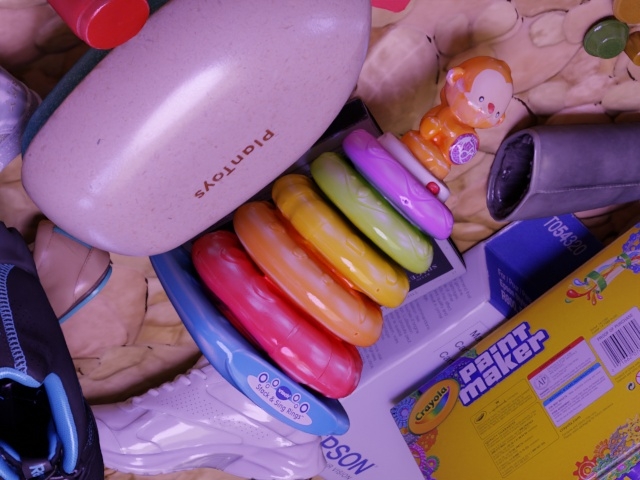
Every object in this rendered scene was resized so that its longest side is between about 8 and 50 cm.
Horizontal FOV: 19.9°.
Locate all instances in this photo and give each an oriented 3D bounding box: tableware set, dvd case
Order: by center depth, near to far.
[{"bbox_3d":[0.269,-0.191,1.378,0.104,0.024,0.154,8,134,-29],"label":"tableware set"},{"bbox_3d":[0.000,0.000,1.463,0.179,0.030,0.239,-28,141,7],"label":"dvd case"}]

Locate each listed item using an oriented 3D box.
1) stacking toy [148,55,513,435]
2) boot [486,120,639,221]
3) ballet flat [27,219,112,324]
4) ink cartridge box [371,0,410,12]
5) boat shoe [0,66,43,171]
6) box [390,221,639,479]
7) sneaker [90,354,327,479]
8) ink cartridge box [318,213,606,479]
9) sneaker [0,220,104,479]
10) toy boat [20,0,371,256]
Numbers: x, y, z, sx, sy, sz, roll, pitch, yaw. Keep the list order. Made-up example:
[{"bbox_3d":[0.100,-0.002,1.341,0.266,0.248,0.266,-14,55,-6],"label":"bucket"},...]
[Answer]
[{"bbox_3d":[0.035,-0.018,1.341,0.302,0.166,0.175,-46,128,6],"label":"stacking toy"},{"bbox_3d":[0.255,-0.084,1.468,0.208,0.076,0.190,5,133,-21],"label":"boot"},{"bbox_3d":[-0.253,0.067,1.399,0.073,0.080,0.232,38,113,-18],"label":"ballet flat"},{"bbox_3d":[0.047,-0.234,1.192,0.181,0.056,0.225,9,131,-33],"label":"ink cartridge box"},{"bbox_3d":[-0.326,-0.010,1.224,0.320,0.118,0.103,-42,143,8],"label":"boat shoe"},{"bbox_3d":[0.270,0.174,1.582,0.290,0.177,0.279,-38,140,12],"label":"box"},{"bbox_3d":[-0.109,0.140,1.544,0.232,0.115,0.090,3,-178,-4],"label":"sneaker"},{"bbox_3d":[0.158,0.137,1.675,0.330,0.071,0.324,-34,140,16],"label":"ink cartridge box"},{"bbox_3d":[-0.224,0.142,1.316,0.125,0.140,0.341,-21,141,-8],"label":"sneaker"},{"bbox_3d":[-0.108,-0.133,1.164,0.267,0.148,0.318,-38,152,3],"label":"toy boat"}]
